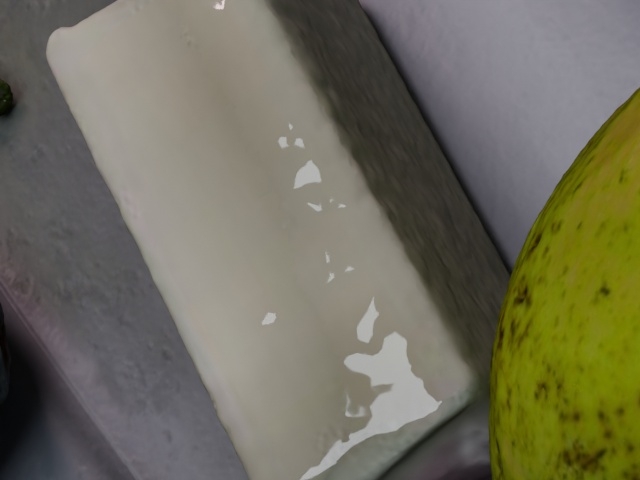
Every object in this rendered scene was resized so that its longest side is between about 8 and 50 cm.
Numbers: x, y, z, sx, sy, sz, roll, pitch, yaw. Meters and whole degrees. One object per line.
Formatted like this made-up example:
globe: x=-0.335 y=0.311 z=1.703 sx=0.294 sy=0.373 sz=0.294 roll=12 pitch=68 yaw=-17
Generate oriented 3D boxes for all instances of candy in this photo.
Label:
candy: x=0.003 y=-0.001 z=1.108 sx=0.145 sy=0.208 sz=0.359 roll=-35 pitch=67 yaw=18

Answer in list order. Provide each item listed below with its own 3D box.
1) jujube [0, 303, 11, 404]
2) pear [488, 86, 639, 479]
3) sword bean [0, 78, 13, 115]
jujube: x=-0.359 y=0.128 z=1.320 sx=0.317 sy=0.226 sz=0.226 roll=-47 pitch=64 yaw=26
pear: x=0.264 y=0.043 z=0.855 sx=0.391 sy=0.391 sz=0.391 roll=-3 pitch=84 yaw=32
sword bean: x=-0.325 y=-0.166 z=1.422 sx=0.269 sy=0.038 sz=0.043 roll=38 pitch=111 yaw=30
